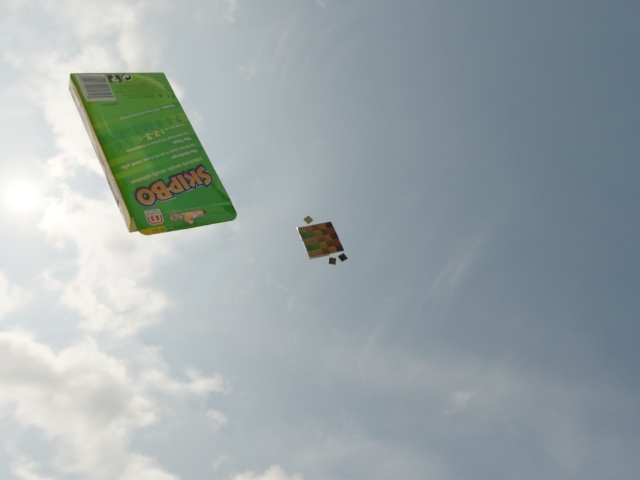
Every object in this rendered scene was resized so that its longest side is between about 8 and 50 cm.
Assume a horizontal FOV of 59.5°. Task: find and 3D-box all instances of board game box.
[{"bbox_3d":[-0.208,-0.110,0.689,0.259,0.124,0.039,58,-39,25],"label":"board game box"}]

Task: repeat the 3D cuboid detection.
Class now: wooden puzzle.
[{"bbox_3d":[0.000,0.000,0.739,0.006,0.049,0.083,106,-33,-53],"label":"wooden puzzle"}]
